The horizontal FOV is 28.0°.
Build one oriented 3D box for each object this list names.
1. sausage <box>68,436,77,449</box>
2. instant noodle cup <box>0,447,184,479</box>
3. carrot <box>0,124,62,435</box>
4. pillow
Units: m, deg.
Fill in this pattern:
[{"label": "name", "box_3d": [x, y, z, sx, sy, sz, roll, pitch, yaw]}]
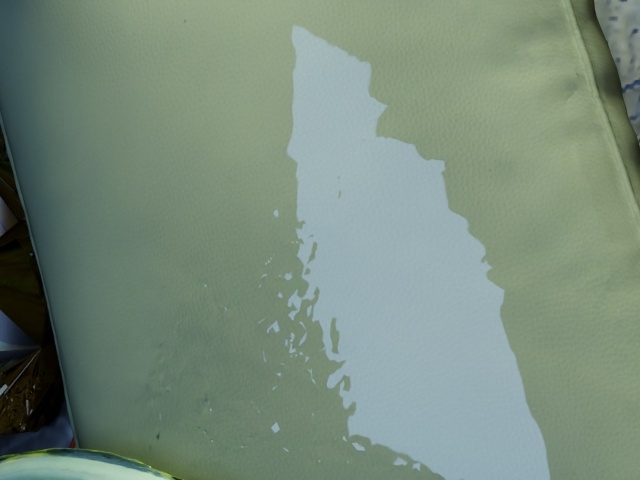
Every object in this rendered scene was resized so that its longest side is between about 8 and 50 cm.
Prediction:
[{"label": "sausage", "box_3d": [-0.101, 0.112, 0.560, 0.034, 0.034, 0.129, 27, 97, 24]}, {"label": "instant noodle cup", "box_3d": [-0.106, 0.252, 0.393, 0.311, 0.221, 0.311, 14, 118, 29]}, {"label": "carrot", "box_3d": [-0.151, -0.027, 0.581, 0.069, 0.069, 0.228, -5, 83, 24]}, {"label": "pillow", "box_3d": [0.000, 0.000, 0.474, 0.255, 0.120, 0.322, -19, 79, 23]}]
